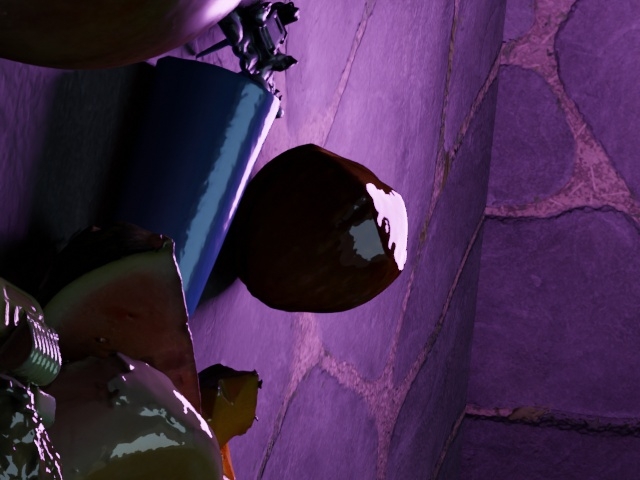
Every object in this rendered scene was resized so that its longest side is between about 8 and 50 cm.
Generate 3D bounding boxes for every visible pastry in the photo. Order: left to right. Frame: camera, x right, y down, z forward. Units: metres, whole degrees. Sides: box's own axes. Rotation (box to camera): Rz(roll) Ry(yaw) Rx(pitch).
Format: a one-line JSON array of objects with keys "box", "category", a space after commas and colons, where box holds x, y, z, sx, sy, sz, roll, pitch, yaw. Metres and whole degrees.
[{"box": [-0.211, 0.218, 1.511, 0.264, 0.133, 0.265, -27, 142, -23], "category": "pastry"}]

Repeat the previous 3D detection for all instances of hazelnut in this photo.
[{"box": [0.000, 0.000, 2.073, 0.234, 0.218, 0.218, 13, 88, -74], "category": "hazelnut"}]

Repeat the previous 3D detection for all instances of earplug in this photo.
[{"box": [-0.145, -0.032, 1.715, 0.132, 0.132, 0.273, 48, 59, -70], "category": "earplug"}]

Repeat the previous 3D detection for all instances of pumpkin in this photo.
[{"box": [-0.152, 0.219, 1.954, 0.130, 0.149, 0.254, -16, 134, -22], "category": "pumpkin"}]

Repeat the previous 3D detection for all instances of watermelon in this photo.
[{"box": [-0.203, 0.084, 1.605, 0.303, 0.159, 0.128, 86, -8, -45], "category": "watermelon"}]

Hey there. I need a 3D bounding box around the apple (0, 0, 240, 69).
[{"box": [-0.163, -0.322, 1.128, 0.400, 0.333, 0.400, -58, 171, -15], "category": "apple"}]

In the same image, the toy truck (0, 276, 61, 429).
[{"box": [-0.260, 0.117, 1.337, 0.085, 0.116, 0.191, 41, 40, -52], "category": "toy truck"}]

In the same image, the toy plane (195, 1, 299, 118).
[{"box": [-0.063, -0.231, 1.916, 0.169, 0.078, 0.246, 65, 26, -17], "category": "toy plane"}]

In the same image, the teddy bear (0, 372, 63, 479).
[{"box": [-0.281, 0.137, 1.151, 0.156, 0.256, 0.267, -48, 146, -51], "category": "teddy bear"}]
